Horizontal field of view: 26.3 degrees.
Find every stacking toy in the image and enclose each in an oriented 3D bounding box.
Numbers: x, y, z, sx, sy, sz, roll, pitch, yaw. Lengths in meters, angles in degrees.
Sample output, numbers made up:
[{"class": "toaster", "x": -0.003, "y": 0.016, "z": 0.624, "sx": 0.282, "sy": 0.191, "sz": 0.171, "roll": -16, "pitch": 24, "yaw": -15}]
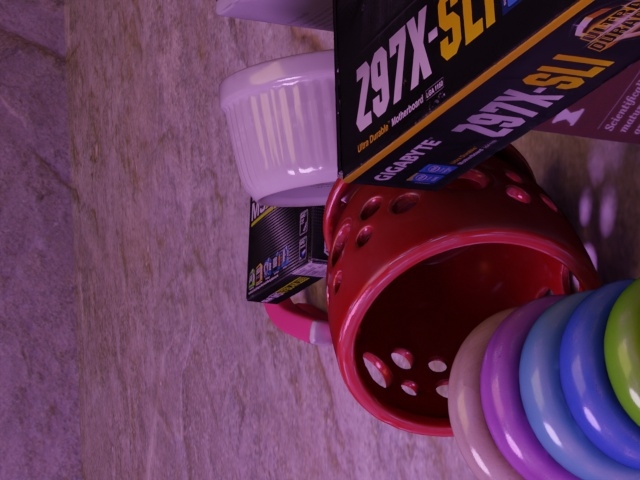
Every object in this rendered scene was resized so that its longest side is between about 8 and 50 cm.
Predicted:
[{"class": "stacking toy", "x": 0.207, "y": 0.064, "z": 0.765, "sx": 0.330, "sy": 0.141, "sz": 0.141, "roll": 142, "pitch": 130, "yaw": -59}]

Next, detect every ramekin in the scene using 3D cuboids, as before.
[{"class": "ramekin", "x": 0.016, "y": -0.096, "z": 1.222, "sx": 0.207, "sy": 0.207, "sz": 0.109, "roll": 160, "pitch": 105, "yaw": -68}]

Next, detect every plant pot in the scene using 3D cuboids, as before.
[{"class": "plant pot", "x": 0.092, "y": 0.018, "z": 0.998, "sx": 0.174, "sy": 0.191, "sz": 0.191, "roll": -105, "pitch": 28, "yaw": -50}]

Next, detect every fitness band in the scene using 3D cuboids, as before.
[{"class": "fitness band", "x": 0.000, "y": 0.000, "z": 1.450, "sx": 0.291, "sy": 0.054, "sz": 0.209, "roll": -163, "pitch": 79, "yaw": -68}]

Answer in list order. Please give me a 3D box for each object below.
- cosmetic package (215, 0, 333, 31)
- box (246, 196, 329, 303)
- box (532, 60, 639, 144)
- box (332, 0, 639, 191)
[{"class": "cosmetic package", "x": 0.010, "y": -0.290, "z": 1.304, "sx": 0.151, "sy": 0.183, "sz": 0.151, "roll": 168, "pitch": 106, "yaw": -69}, {"class": "box", "x": -0.025, "y": -0.042, "z": 1.403, "sx": 0.190, "sy": 0.045, "sz": 0.184, "roll": 149, "pitch": 124, "yaw": -63}, {"class": "box", "x": 0.166, "y": -0.271, "z": 0.933, "sx": 0.191, "sy": 0.143, "sz": 0.381, "roll": 120, "pitch": 150, "yaw": -46}, {"class": "box", "x": 0.100, "y": -0.196, "z": 0.797, "sx": 0.322, "sy": 0.079, "sz": 0.257, "roll": 147, "pitch": 124, "yaw": -62}]
